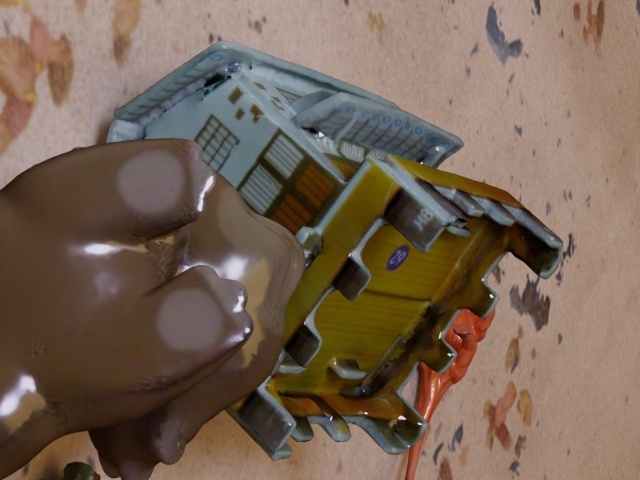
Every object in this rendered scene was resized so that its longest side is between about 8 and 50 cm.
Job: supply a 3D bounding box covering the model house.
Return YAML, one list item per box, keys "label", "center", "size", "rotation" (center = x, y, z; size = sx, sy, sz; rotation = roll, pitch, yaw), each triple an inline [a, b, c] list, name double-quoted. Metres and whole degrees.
- label: "model house"
  center: [0.000, 0.000, 0.990]
  size: [0.198, 0.215, 0.224]
  rotation: [-52, 153, 16]

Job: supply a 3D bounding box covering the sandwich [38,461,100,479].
- label: "sandwich"
  center: [-0.141, 0.199, 0.943]
  size: [0.067, 0.029, 0.135]
  rotation: [-54, 136, -42]

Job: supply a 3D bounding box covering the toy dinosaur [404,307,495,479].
- label: "toy dinosaur"
  center: [0.109, 0.093, 1.330]
  size: [0.101, 0.055, 0.280]
  rotation: [94, 19, -46]

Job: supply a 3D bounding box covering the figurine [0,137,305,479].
- label: "figurine"
  center: [-0.131, 0.048, 0.807]
  size: [0.247, 0.177, 0.173]
  rotation: [-37, 171, -13]
